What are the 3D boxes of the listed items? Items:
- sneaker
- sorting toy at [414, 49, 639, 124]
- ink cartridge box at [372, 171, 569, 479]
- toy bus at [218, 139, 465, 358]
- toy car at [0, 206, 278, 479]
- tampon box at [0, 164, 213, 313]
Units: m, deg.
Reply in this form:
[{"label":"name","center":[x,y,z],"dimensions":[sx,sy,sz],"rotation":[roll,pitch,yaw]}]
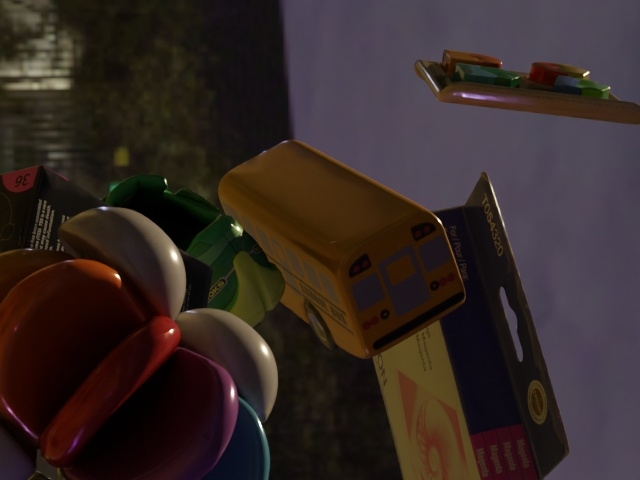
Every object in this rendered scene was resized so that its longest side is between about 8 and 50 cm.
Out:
[{"label":"sneaker","center":[-0.150,-0.008,1.162],"dimensions":[0.295,0.109,0.123],"rotation":[11,-45,42]},{"label":"sorting toy","center":[0.197,-0.152,1.343],"dimensions":[0.208,0.193,0.038],"rotation":[-107,-157,-76]},{"label":"ink cartridge box","center":[0.142,0.146,1.501],"dimensions":[0.330,0.071,0.324],"rotation":[110,-28,-57]},{"label":"toy bus","center":[0.000,0.000,1.271],"dimensions":[0.332,0.108,0.130],"rotation":[34,-30,59]},{"label":"toy car","center":[-0.095,0.081,0.670],"dimensions":[0.182,0.159,0.136],"rotation":[49,-21,-23]},{"label":"tampon box","center":[-0.164,0.040,0.833],"dimensions":[0.161,0.120,0.101],"rotation":[36,53,-48]}]
